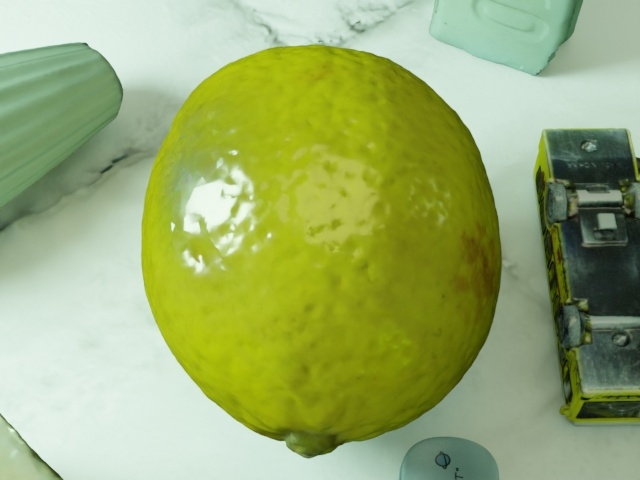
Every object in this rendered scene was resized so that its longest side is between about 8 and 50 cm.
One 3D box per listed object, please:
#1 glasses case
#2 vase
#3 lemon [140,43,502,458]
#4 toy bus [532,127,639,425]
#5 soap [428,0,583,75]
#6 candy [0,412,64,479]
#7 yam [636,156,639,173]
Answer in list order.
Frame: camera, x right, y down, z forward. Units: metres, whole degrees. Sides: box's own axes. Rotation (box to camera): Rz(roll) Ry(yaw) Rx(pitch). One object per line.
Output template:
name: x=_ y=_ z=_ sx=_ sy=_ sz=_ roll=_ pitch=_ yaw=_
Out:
glasses case: x=0.084 y=0.215 z=1.056 sx=0.067 sy=0.045 sz=0.178 roll=4 pitch=59 yaw=-1
vase: x=-0.262 y=-0.074 z=1.170 sx=0.248 sy=0.128 sz=0.128 roll=-28 pitch=64 yaw=-28
lemon: x=0.001 y=0.001 z=1.065 sx=0.267 sy=0.267 sz=0.267 roll=2 pitch=59 yaw=-3
toy bus: x=0.202 y=0.022 z=1.165 sx=0.081 sy=0.074 sz=0.226 roll=-1 pitch=59 yaw=-6
soap: x=0.153 y=-0.222 z=1.237 sx=0.115 sy=0.198 sz=0.063 roll=21 pitch=59 yaw=11
candy: x=-0.265 y=0.261 z=0.956 sx=0.179 sy=0.135 sz=0.321 roll=38 pitch=66 yaw=17
yam: x=0.233 y=-0.063 z=1.252 sx=0.107 sy=0.014 sz=0.014 roll=14 pitch=59 yaw=3
